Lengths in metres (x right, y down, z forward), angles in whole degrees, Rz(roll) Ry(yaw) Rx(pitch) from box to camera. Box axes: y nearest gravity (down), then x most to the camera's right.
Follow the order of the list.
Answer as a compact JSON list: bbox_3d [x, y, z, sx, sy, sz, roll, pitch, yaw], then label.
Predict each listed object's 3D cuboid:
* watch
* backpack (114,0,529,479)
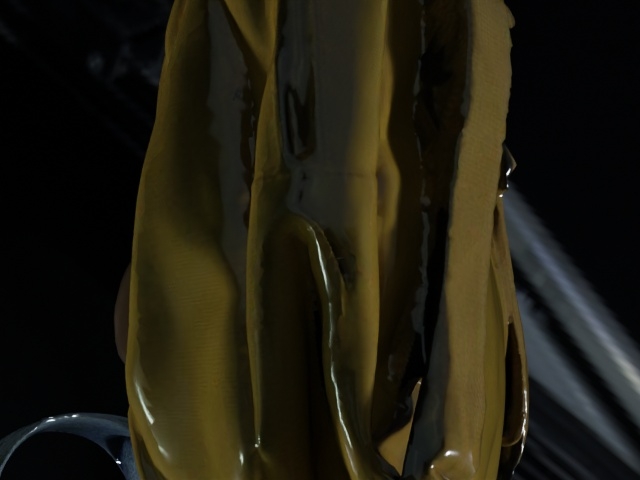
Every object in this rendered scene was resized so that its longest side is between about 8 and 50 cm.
[{"bbox_3d":[-0.173,0.232,1.257,0.193,0.068,0.206,-13,-100,-40],"label":"watch"},{"bbox_3d":[0.006,0.000,0.866,0.201,0.353,0.378,0,-100,8],"label":"backpack"}]
